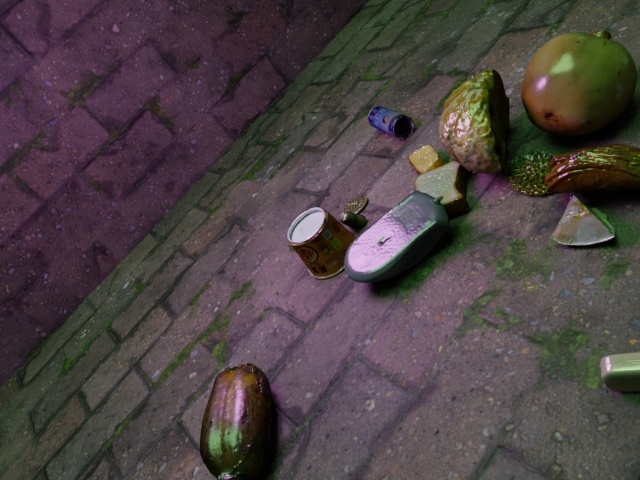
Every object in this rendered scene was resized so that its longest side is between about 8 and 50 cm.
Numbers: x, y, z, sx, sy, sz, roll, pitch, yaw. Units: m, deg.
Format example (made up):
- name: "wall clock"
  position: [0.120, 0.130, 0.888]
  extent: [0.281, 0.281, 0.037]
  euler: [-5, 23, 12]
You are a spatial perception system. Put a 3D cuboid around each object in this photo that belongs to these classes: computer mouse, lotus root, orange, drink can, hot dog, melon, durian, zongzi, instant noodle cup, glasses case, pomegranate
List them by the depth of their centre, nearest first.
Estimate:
- name: "glasses case"
  position: [0.628, 0.241, 1.039]
  extent: [0.196, 0.083, 0.050]
  euler: [-16, 39, 37]
- name: "melon"
  position: [0.630, -0.048, 1.394]
  extent: [0.139, 0.093, 0.202]
  euler: [-38, 23, 19]
- name: "hot dog"
  position: [0.710, -0.178, 1.398]
  extent: [0.272, 0.122, 0.196]
  euler: [1, 14, 42]
- name: "lotus root"
  position: [-0.230, 0.501, 1.548]
  extent: [0.196, 0.179, 0.397]
  euler: [-32, 32, 19]
- name: "pomegranate"
  position: [0.731, -0.455, 1.600]
  extent: [0.319, 0.319, 0.319]
  euler: [-28, 34, 21]
- name: "durian"
  position: [0.603, -0.206, 1.615]
  extent: [0.137, 0.095, 0.221]
  euler: [-41, 25, -1]
- name: "computer mouse"
  position: [0.240, 0.001, 1.708]
  extent: [0.371, 0.122, 0.188]
  euler: [-41, 45, 10]
- name: "orange"
  position: [0.475, -0.362, 1.735]
  extent: [0.210, 0.271, 0.369]
  euler: [1, 41, 24]
- name: "instant noodle cup"
  position: [0.000, 0.000, 1.930]
  extent: [0.216, 0.172, 0.216]
  euler: [-28, 35, 22]
- name: "zongzi"
  position: [0.089, -0.077, 2.002]
  extent: [0.113, 0.104, 0.052]
  euler: [6, 83, 53]
- name: "drink can"
  position: [0.287, -0.485, 2.300]
  extent: [0.097, 0.097, 0.235]
  euler: [-41, 31, -1]

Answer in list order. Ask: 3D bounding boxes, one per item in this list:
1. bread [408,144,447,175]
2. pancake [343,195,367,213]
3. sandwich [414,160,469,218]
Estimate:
- name: "bread"
  position: [0.375, -0.276, 1.979]
  extent: [0.103, 0.065, 0.187]
  euler: [-38, 30, 15]
- name: "pancake"
  position: [0.129, -0.129, 2.100]
  extent: [0.108, 0.017, 0.108]
  euler: [-29, 30, 18]
- name: "sandwich"
  position: [0.389, -0.155, 1.805]
  extent: [0.186, 0.065, 0.215]
  euler: [-18, 37, 32]
